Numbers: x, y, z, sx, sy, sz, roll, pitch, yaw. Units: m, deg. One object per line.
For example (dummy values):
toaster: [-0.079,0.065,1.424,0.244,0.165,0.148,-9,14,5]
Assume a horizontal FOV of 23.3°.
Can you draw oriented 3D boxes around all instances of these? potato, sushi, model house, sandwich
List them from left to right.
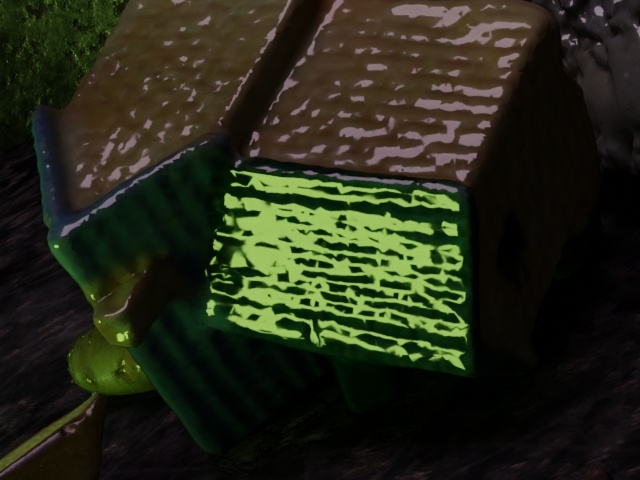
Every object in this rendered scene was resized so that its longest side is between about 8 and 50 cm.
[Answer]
sandwich: [-0.255,0.229,1.279,0.244,0.088,0.090,-38,12,-21]
potato: [-0.178,0.103,1.517,0.188,0.085,0.105,-16,18,42]
model house: [0.000,0.000,1.258,0.382,0.335,0.343,4,52,31]
sushi: [0.298,-0.149,1.355,0.182,0.196,0.343,-17,14,-26]

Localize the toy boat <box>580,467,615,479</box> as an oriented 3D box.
toy boat: [0.143,0.203,0.869,0.080,0.046,0.229,-18,21,33]
